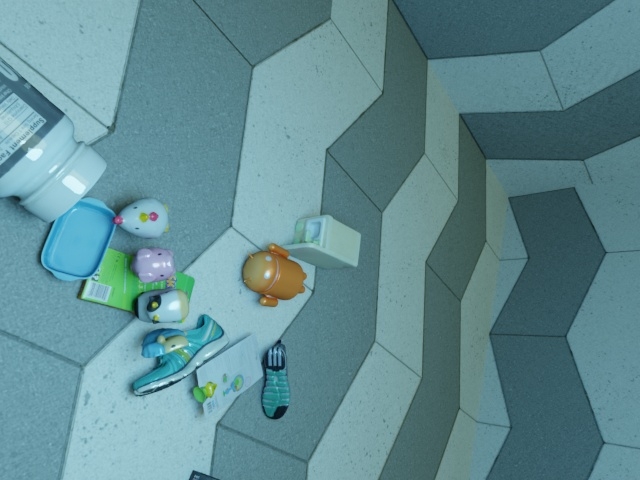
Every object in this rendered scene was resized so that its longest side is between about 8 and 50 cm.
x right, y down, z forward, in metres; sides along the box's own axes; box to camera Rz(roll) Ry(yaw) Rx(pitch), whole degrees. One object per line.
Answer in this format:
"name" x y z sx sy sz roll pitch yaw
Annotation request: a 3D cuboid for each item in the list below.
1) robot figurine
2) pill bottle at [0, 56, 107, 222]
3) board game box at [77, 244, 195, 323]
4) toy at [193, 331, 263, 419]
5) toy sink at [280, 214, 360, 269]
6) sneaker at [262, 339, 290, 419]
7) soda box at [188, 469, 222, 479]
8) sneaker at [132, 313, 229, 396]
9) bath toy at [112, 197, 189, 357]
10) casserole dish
"robot figurine" -0.137 0.106 1.359 0.220 0.128 0.158 25 104 -44
"pill bottle" -0.593 -0.209 0.831 0.361 0.204 0.204 48 51 -34
"board game box" -0.426 0.112 1.100 0.260 0.039 0.124 26 65 -40
"toy" -0.252 0.354 1.237 0.237 0.056 0.136 -27 112 -60
"toy sink" 0.000 0.000 1.514 0.234 0.153 0.131 24 66 -43
"sneaker" -0.123 0.413 1.371 0.098 0.083 0.223 -55 150 -80
"soda box" -0.256 0.610 1.114 0.053 0.169 0.060 44 54 -34
"sneaker" -0.351 0.281 1.133 0.109 0.107 0.275 55 40 -1
"bath toy" -0.375 0.074 1.023 0.129 0.152 0.347 -10 90 -64
"casserole dish" -0.516 -0.001 0.991 0.114 0.037 0.188 20 69 -21
